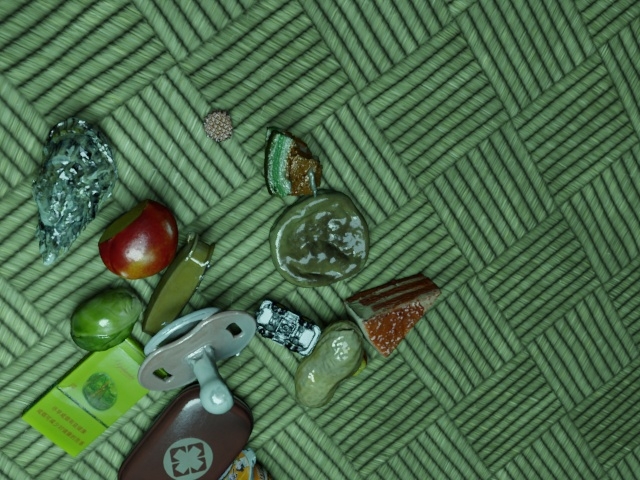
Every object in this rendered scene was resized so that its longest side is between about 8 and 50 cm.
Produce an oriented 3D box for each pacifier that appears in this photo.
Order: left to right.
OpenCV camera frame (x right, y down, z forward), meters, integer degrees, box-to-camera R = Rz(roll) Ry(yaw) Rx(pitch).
[{"bbox_3d":[-0.304,0.303,1.553,0.332,0.220,0.273,-31,95,-6],"label":"pacifier"}]

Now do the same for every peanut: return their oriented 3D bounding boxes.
[{"bbox_3d":[0.021,0.354,1.697,0.149,0.149,0.313,25,115,-20],"label":"peanut"}]

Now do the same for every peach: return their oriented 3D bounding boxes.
[{"bbox_3d":[-0.443,-0.007,1.464,0.190,0.190,0.192,-5,109,-15],"label":"peach"},{"bbox_3d":[0.093,0.345,1.775,0.098,0.061,0.098,7,111,17],"label":"peach"}]

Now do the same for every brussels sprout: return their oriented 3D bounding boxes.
[{"bbox_3d":[-0.537,0.200,1.512,0.183,0.145,0.131,-26,104,-7],"label":"brussels sprout"}]

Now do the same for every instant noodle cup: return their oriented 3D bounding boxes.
[{"bbox_3d":[-0.218,0.704,1.734,0.208,0.177,0.125,-41,126,16],"label":"instant noodle cup"}]

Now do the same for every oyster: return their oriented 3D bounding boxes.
[{"bbox_3d":[-0.592,-0.111,1.427,0.162,0.158,0.350,15,86,16],"label":"oyster"}]

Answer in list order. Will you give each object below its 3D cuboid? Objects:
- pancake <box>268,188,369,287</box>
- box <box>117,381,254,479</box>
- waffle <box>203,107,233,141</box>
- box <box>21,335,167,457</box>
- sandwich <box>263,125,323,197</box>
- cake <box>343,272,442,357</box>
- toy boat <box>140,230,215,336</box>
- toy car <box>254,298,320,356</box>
[{"bbox_3d":[0.000,0.000,1.665,0.295,0.049,0.294,-4,104,-15],"label":"pancake"},{"bbox_3d":[-0.372,0.583,1.681,0.263,0.108,0.404,38,91,-21],"label":"box"},{"bbox_3d":[-0.258,-0.291,1.526,0.075,0.029,0.083,-14,105,-15],"label":"waffle"},{"bbox_3d":[-0.595,0.404,1.605,0.335,0.047,0.187,-41,111,-1],"label":"box"},{"bbox_3d":[-0.068,-0.200,1.561,0.160,0.109,0.184,-3,105,-12],"label":"sandwich"},{"bbox_3d":[0.220,0.219,1.728,0.262,0.158,0.159,-18,112,-12],"label":"cake"},{"bbox_3d":[-0.373,0.117,1.555,0.089,0.121,0.321,27,110,-21],"label":"toy boat"},{"bbox_3d":[-0.097,0.235,1.680,0.191,0.100,0.097,28,96,-1],"label":"toy car"}]
